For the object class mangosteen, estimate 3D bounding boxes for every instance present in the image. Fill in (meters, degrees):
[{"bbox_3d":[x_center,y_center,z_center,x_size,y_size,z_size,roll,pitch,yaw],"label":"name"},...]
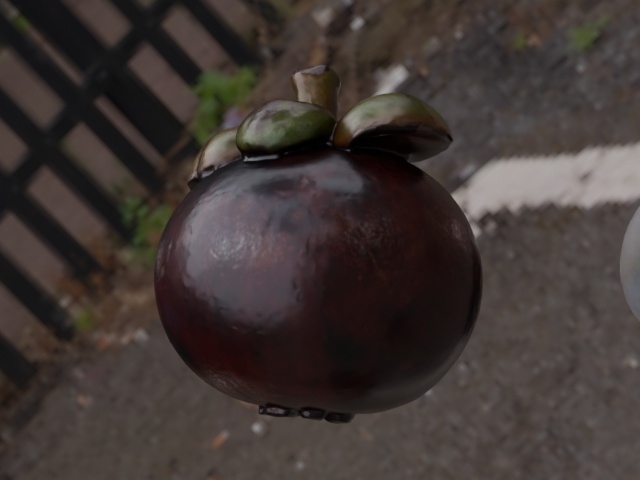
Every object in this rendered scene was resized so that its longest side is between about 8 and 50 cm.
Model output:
[{"bbox_3d":[0.000,0.000,1.014,0.200,0.200,0.200,-38,18,15],"label":"mangosteen"}]

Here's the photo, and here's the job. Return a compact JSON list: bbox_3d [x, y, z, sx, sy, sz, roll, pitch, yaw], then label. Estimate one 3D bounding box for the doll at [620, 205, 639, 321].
[{"bbox_3d":[0.307,0.055,1.290,0.221,0.221,0.251,-22,58,49],"label":"doll"}]
